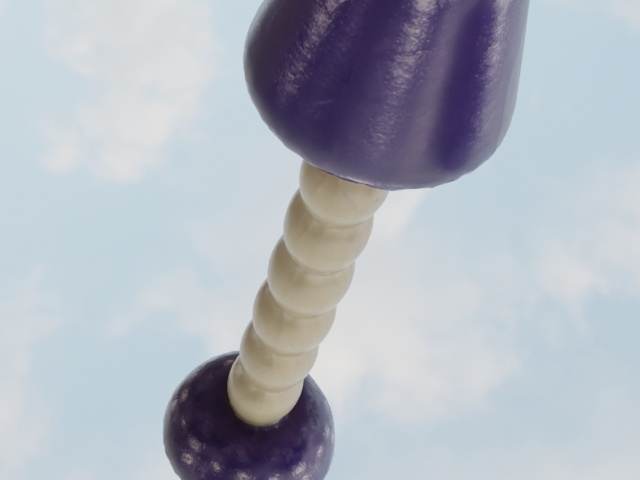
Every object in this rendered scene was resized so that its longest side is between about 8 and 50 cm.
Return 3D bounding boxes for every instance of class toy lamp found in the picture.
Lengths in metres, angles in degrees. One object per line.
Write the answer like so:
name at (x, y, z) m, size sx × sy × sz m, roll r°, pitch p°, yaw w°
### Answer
toy lamp at (0.000, 0.000, 0.425) m, size 0.080 × 0.274 × 0.080 m, roll 7°, pitch -129°, yaw -9°
